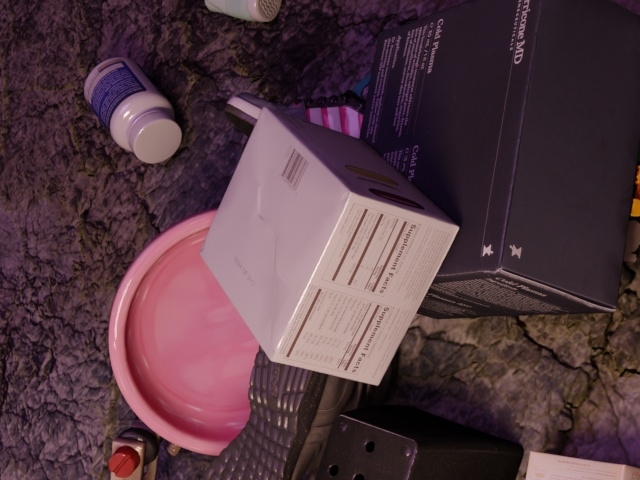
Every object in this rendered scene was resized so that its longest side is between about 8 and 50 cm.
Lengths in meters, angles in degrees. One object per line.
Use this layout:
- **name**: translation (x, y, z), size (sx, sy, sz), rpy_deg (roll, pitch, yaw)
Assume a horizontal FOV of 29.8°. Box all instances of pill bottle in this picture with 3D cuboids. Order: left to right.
- **pill bottle**: translation (-0.304, -0.211, 1.975), size (0.112, 0.112, 0.186), rpy_deg (-52, 48, 13)

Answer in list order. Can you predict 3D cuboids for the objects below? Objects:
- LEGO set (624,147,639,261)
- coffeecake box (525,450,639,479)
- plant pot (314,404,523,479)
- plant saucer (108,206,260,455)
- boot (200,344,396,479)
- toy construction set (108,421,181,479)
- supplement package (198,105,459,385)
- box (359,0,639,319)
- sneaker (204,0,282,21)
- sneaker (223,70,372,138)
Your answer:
- **LEGO set**: translation (0.385, -0.076, 1.357), size (0.087, 0.093, 0.227), rpy_deg (-176, 100, -74)
- **coffeecake box**: translation (0.276, 0.327, 1.274), size (0.142, 0.068, 0.185), rpy_deg (-4, 70, 57)
- **plant pot**: translation (0.095, 0.291, 1.401), size (0.188, 0.167, 0.187), rpy_deg (14, 84, 42)
- **plant saucer**: translation (-0.113, 0.113, 1.570), size (0.332, 0.332, 0.084), rpy_deg (-63, 19, 3)
- **boot**: translation (-0.017, 0.268, 1.476), size (0.118, 0.223, 0.338), rpy_deg (27, 93, 35)
- **toy construction set**: translation (-0.209, 0.371, 1.622), size (0.237, 0.257, 0.309), rpy_deg (-59, 25, 23)
- **supplement package**: translation (0.000, 0.000, 1.351), size (0.204, 0.145, 0.262), rpy_deg (-64, 32, 15)
- **box**: translation (0.196, -0.093, 1.401), size (0.312, 0.179, 0.343), rpy_deg (-8, 68, 58)
- **sneaker**: translation (-0.115, -0.479, 1.922), size (0.151, 0.094, 0.256), rpy_deg (13, 85, 37)
- **sneaker**: translation (0.034, -0.175, 1.609), size (0.295, 0.124, 0.178), rpy_deg (26, 80, 5)
